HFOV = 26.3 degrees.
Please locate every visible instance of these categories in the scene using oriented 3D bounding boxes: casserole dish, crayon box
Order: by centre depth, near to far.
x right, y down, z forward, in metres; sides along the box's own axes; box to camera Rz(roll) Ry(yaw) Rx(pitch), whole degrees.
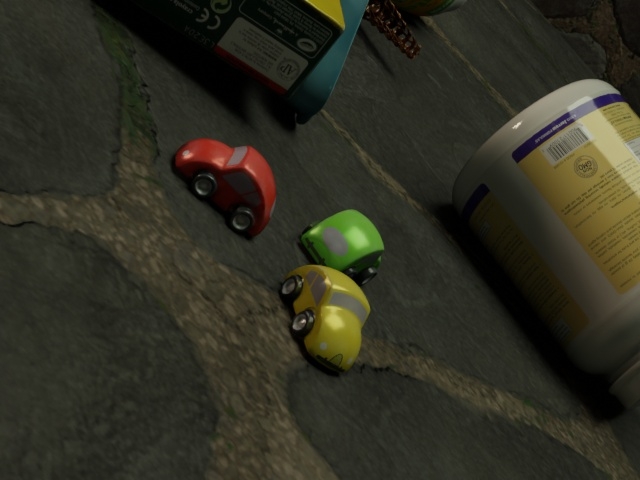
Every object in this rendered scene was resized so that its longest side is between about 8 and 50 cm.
[{"bbox_3d":[-0.157,-0.334,1.356,0.363,0.106,0.313,31,25,-22],"label":"crayon box"},{"bbox_3d":[0.002,-0.213,1.421,0.037,0.188,0.114,22,-2,-18],"label":"casserole dish"}]

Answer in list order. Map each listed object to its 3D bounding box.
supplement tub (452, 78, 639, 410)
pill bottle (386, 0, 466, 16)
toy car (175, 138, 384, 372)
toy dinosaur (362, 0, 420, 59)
[{"bbox_3d":[0.336,0.005,1.590,0.331,0.241,0.241,54,21,15],"label":"supplement tub"},{"bbox_3d":[0.151,-0.425,2.135,0.136,0.136,0.246,55,22,17],"label":"pill bottle"},{"bbox_3d":[0.000,0.000,1.192,0.239,0.053,0.225,55,22,16],"label":"toy car"},{"bbox_3d":[0.049,-0.403,1.867,0.322,0.164,0.218,40,-20,-4],"label":"toy dinosaur"}]
